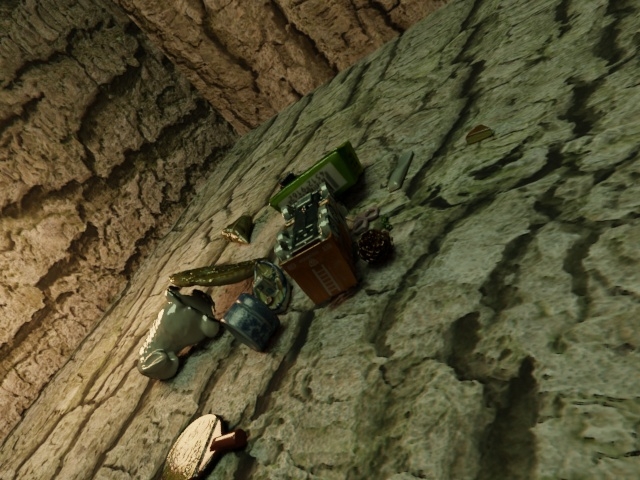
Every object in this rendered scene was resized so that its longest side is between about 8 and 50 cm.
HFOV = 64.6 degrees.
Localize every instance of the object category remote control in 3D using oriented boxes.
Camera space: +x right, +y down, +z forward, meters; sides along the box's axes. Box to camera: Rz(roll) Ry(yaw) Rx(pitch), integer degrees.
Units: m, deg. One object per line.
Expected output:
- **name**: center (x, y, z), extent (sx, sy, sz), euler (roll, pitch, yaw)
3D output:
- **remote control**: center (0.253, -0.227, 1.614), extent (0.049, 0.027, 0.184), euler (-20, 32, 43)

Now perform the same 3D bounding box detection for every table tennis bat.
- **table tennis bat**: center (-0.291, 0.519, 1.259), extent (0.310, 0.038, 0.200), euler (-31, 27, 36)

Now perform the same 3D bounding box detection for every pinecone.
- **pinecone**: center (0.144, 0.014, 1.309), extent (0.102, 0.102, 0.109), euler (-47, -7, -6)

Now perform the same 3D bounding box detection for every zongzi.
- **zongzi**: center (-0.315, -0.052, 2.221), extent (0.178, 0.081, 0.189), euler (14, 44, 39)

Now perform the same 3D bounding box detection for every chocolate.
- **chocolate**: center (0.000, -0.200, 1.770), extent (0.300, 0.137, 0.289), euler (-34, 9, 19)

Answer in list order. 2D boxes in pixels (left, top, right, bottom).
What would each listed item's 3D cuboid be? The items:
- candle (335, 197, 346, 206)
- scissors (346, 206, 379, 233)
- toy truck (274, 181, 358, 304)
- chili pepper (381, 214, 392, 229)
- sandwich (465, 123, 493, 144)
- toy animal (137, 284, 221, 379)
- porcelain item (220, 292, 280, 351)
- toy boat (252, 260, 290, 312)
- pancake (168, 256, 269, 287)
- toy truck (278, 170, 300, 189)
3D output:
- **candle**: center (0.032, -0.083, 1.706), extent (0.131, 0.052, 0.052), euler (-51, 24, -14)
- **scissors**: center (0.109, -0.073, 1.602), extent (0.110, 0.021, 0.212), euler (-47, 24, -11)
- **toy truck**: center (0.000, 0.000, 1.430), extent (0.173, 0.207, 0.388), euler (-30, 22, 14)
- **chili pepper**: center (0.186, -0.051, 1.444), extent (0.083, 0.022, 0.027), euler (-100, 26, -61)
- **sandwich**: center (0.448, -0.304, 1.421), extent (0.083, 0.031, 0.044), euler (-15, 41, 45)
- **toy animal**: center (-0.511, 0.343, 1.756), extent (0.258, 0.193, 0.358), euler (40, 101, 43)
- **porcelain item**: center (-0.196, 0.229, 1.438), extent (0.114, 0.147, 0.147), euler (-53, 25, -21)
- **toy boat**: center (-0.168, 0.133, 1.589), extent (0.114, 0.115, 0.262), euler (-42, 23, 4)
- **pancake**: center (-0.360, 0.115, 1.788), extent (0.355, 0.065, 0.356), euler (-7, 2, 0)
- **toy truck**: center (-0.108, -0.230, 2.120), extent (0.083, 0.092, 0.192), euler (-48, 23, -8)
